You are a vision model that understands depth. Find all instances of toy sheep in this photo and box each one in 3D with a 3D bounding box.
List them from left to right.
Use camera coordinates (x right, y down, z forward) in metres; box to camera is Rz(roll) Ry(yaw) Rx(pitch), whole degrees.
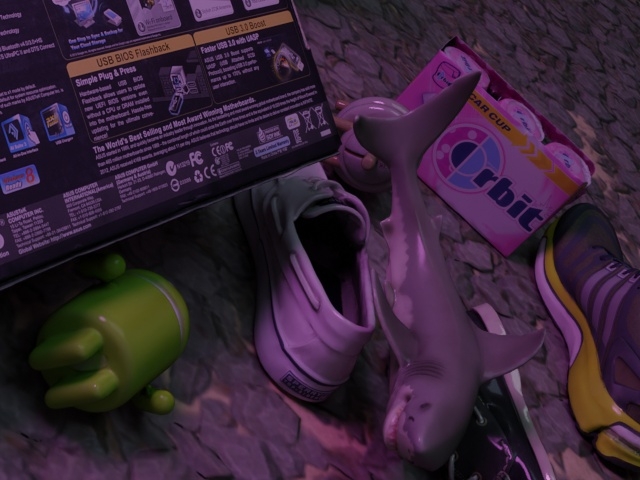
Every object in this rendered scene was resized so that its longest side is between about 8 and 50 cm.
[{"bbox_3d":[0.045,-0.081,1.173,0.091,0.091,0.132,39,24,-7],"label":"toy sheep"}]

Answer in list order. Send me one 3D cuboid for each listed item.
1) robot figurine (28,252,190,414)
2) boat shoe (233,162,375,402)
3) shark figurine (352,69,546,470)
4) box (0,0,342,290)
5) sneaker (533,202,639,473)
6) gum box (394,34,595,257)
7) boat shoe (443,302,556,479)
[{"bbox_3d":[-0.120,0.057,0.807,0.115,0.067,0.101,-39,110,-61],"label":"robot figurine"},{"bbox_3d":[0.000,0.000,1.010,0.095,0.084,0.258,23,35,-31],"label":"boat shoe"},{"bbox_3d":[0.092,0.039,0.936,0.166,0.116,0.278,73,13,-60],"label":"shark figurine"},{"bbox_3d":[-0.170,-0.147,0.795,0.395,0.097,0.318,-27,101,-52],"label":"box"},{"bbox_3d":[0.279,0.063,1.230,0.111,0.121,0.300,27,33,-27],"label":"sneaker"},{"bbox_3d":[0.153,-0.084,1.282,0.188,0.107,0.062,43,29,-1],"label":"gum box"},{"bbox_3d":[0.117,0.156,0.983,0.079,0.084,0.233,-10,58,-12],"label":"boat shoe"}]
